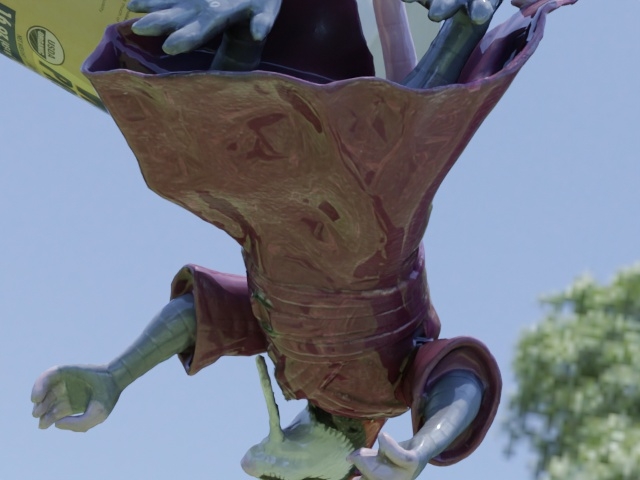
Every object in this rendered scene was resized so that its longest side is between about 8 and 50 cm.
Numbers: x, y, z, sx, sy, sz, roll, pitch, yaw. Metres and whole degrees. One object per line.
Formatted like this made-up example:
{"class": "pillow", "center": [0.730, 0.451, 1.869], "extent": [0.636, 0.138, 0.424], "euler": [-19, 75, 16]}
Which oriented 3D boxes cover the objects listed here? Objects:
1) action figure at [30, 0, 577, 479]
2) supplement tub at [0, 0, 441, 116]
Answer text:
{"class": "action figure", "center": [0.000, 0.000, 0.972], "extent": [0.248, 0.276, 0.370], "euler": [19, -41, 25]}
{"class": "supplement tub", "center": [-0.088, -0.182, 1.352], "extent": [0.316, 0.228, 0.228], "euler": [30, -25, 15]}
